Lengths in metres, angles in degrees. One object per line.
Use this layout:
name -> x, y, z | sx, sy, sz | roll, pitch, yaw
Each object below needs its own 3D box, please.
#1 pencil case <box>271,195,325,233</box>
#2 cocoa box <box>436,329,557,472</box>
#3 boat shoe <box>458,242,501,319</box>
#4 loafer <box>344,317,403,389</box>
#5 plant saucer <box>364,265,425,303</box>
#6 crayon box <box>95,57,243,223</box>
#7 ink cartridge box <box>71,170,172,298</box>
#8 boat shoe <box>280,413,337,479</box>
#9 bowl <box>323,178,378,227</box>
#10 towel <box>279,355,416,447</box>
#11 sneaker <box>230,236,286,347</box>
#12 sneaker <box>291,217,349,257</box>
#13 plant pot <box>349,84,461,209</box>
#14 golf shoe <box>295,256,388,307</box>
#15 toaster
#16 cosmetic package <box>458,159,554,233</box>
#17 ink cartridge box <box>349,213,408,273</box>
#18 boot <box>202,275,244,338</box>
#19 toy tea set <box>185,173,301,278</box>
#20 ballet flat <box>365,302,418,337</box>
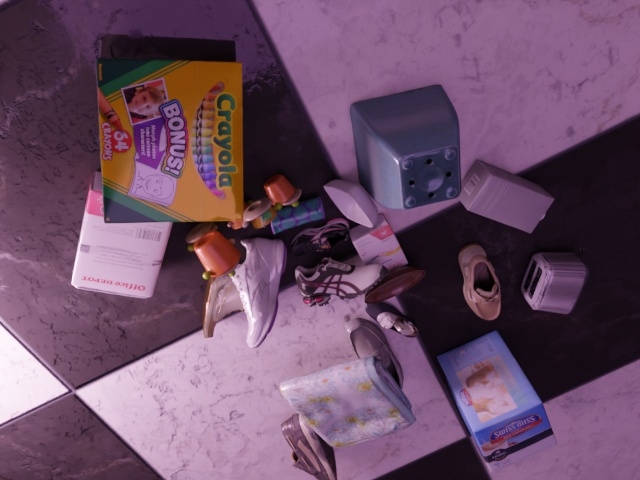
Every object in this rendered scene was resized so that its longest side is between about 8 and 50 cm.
pencil case -> -0.063, -0.068, 1.796 | 0.152, 0.064, 0.070 | -17, 169, -1
cocoa box -> 0.556, 0.508, 2.145 | 0.232, 0.347, 0.227 | -25, 124, 3
boat shoe -> 0.500, 0.148, 2.048 | 0.109, 0.098, 0.302 | -22, 125, 1
loafer -> 0.179, 0.364, 2.105 | 0.112, 0.111, 0.319 | -34, 124, 9
plant saucer -> 0.211, 0.124, 1.958 | 0.199, 0.036, 0.198 | -22, 159, -9
crayon box -> -0.339, -0.226, 1.531 | 0.314, 0.106, 0.362 | -2, 102, -13
ink cartridge box -> -0.501, -0.010, 1.698 | 0.208, 0.117, 0.282 | 12, 118, -20
boat shoe -> -0.037, 0.720, 2.292 | 0.130, 0.132, 0.355 | -16, 116, 9
bowl -> 0.089, -0.106, 1.774 | 0.053, 0.142, 0.142 | -46, 123, -13
towel -> 0.097, 0.516, 2.104 | 0.321, 0.090, 0.374 | -21, 130, 16
sneaker -> -0.185, 0.138, 1.828 | 0.152, 0.114, 0.304 | 10, 81, -9
sneaker -> 0.000, 0.000, 1.848 | 0.178, 0.077, 0.072 | -29, 123, 7
plant pot -> 0.232, -0.207, 1.663 | 0.248, 0.252, 0.247 | -13, 125, -4
golf shoe -> 0.052, 0.104, 1.878 | 0.273, 0.105, 0.120 | -18, 110, 24
toaster -> 0.723, 0.123, 2.069 | 0.147, 0.129, 0.226 | 3, 123, -12
cosmetic package -> 0.518, -0.122, 1.879 | 0.238, 0.107, 0.127 | 18, 117, -26
ink cartridge box -> 0.174, 0.034, 1.916 | 0.115, 0.067, 0.198 | -27, 125, 5
boot -> -0.249, 0.192, 1.913 | 0.165, 0.077, 0.213 | 6, 114, -18
toy tea set -> -0.185, -0.028, 1.717 | 0.336, 0.200, 0.124 | -33, 115, 2
ballet flat -> 0.228, 0.250, 2.069 | 0.203, 0.074, 0.074 | 30, 112, -27
